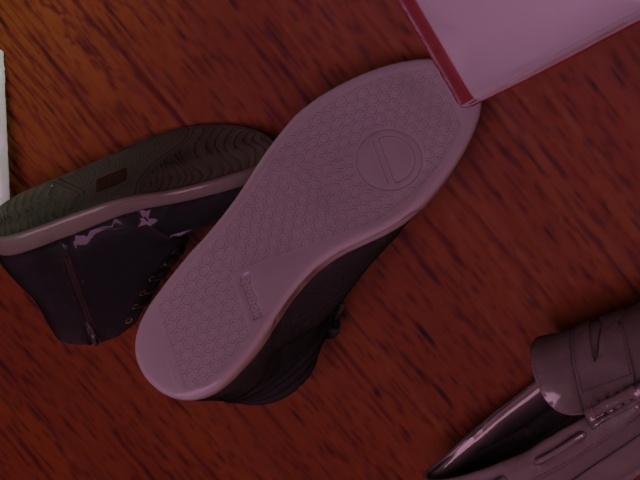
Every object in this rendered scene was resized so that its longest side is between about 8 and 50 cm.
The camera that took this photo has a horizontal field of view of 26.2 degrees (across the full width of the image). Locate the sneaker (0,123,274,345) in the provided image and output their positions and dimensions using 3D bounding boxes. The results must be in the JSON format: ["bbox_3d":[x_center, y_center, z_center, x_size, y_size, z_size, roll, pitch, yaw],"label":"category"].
[{"bbox_3d":[-0.120,-0.004,1.010,0.222,0.083,0.118,-16,126,12],"label":"sneaker"}]

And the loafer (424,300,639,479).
[{"bbox_3d":[0.193,0.101,0.933,0.111,0.112,0.319,34,116,-9],"label":"loafer"}]

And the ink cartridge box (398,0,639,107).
[{"bbox_3d":[0.102,-0.214,0.750,0.114,0.273,0.197,-26,102,27],"label":"ink cartridge box"}]

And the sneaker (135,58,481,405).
[{"bbox_3d":[-0.001,0.000,0.963,0.104,0.147,0.296,42,85,16],"label":"sneaker"}]

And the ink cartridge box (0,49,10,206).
[{"bbox_3d":[-0.324,-0.076,1.045,0.179,0.045,0.145,-1,99,-3],"label":"ink cartridge box"}]
